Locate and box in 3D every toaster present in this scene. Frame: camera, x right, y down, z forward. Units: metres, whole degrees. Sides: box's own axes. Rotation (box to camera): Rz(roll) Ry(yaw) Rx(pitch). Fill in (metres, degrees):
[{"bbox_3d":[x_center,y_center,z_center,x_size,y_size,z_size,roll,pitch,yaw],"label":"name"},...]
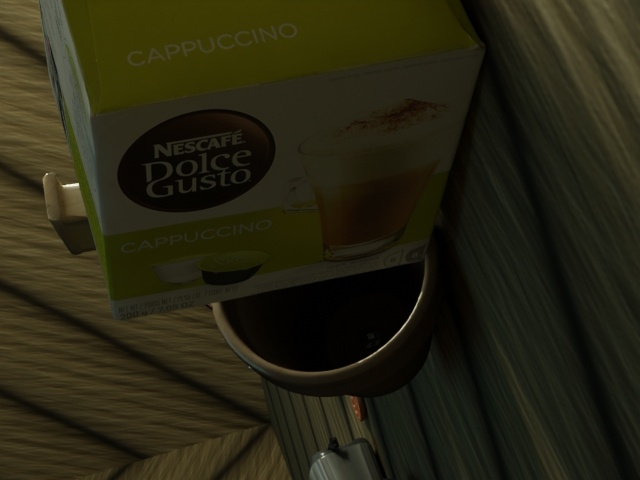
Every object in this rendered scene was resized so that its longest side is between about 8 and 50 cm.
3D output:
[{"bbox_3d":[0.059,0.464,2.150,0.227,0.129,0.146,91,158,-55],"label":"toaster"}]

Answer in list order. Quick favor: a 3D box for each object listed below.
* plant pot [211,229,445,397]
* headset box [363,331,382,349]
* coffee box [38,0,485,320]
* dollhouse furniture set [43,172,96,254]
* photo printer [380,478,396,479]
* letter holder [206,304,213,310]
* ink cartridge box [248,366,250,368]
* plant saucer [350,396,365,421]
[{"bbox_3d":[0.031,0.076,1.368,0.229,0.263,0.263,56,-168,-60],"label":"plant pot"},{"bbox_3d":[0.071,0.154,1.738,0.083,0.062,0.032,88,165,-59],"label":"headset box"},{"bbox_3d":[-0.082,-0.172,1.147,0.334,0.337,0.338,100,155,-56],"label":"coffee box"},{"bbox_3d":[-0.265,-0.206,1.666,0.362,0.256,0.394,99,161,-74],"label":"dollhouse furniture set"},{"bbox_3d":[0.138,0.523,1.795,0.256,0.107,0.308,-152,48,-78],"label":"photo printer"},{"bbox_3d":[-0.125,0.048,1.870,0.302,0.214,0.152,33,153,21],"label":"letter holder"},{"bbox_3d":[-0.033,0.011,1.612,0.223,0.129,0.307,-6,-85,-87],"label":"ink cartridge box"},{"bbox_3d":[0.067,0.290,2.162,0.083,0.013,0.083,166,90,-81],"label":"plant saucer"}]
